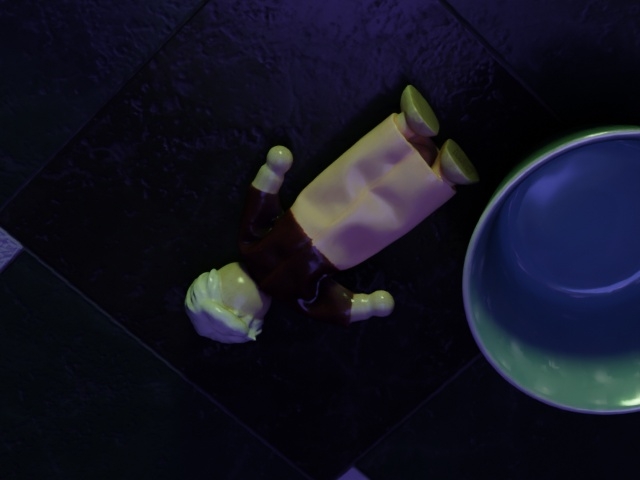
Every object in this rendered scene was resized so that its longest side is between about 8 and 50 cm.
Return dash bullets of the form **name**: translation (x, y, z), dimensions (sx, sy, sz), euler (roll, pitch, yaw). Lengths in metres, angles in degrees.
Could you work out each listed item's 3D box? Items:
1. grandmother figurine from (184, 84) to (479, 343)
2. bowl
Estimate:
- **grandmother figurine**: translation (0.000, 0.000, 1.520), dimensions (0.342, 0.104, 0.208), euler (-35, 84, 17)
- **bowl**: translation (0.290, 0.005, 1.489), dimensions (0.311, 0.163, 0.312), euler (-1, 115, -2)
